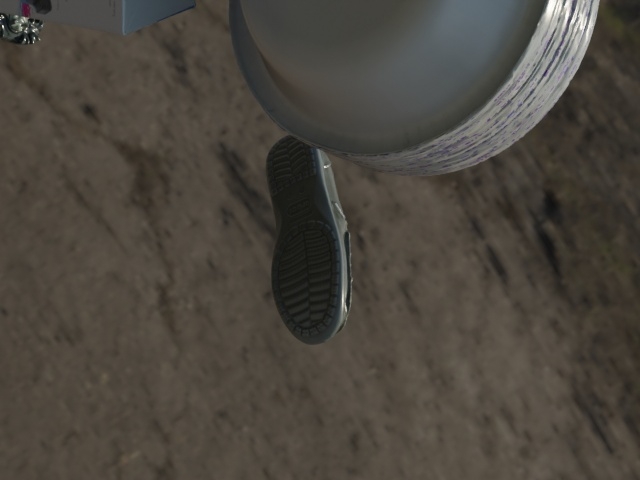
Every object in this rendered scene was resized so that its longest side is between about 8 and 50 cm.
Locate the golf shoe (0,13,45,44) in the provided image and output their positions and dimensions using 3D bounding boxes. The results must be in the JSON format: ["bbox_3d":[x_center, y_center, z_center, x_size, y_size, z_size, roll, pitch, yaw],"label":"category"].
[{"bbox_3d":[-0.376,-0.282,1.388,0.273,0.120,0.105,39,63,-33],"label":"golf shoe"}]

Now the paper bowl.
[{"bbox_3d":[0.054,-0.198,1.097,0.148,0.284,0.284,15,45,-55],"label":"paper bowl"}]

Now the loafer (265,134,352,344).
[{"bbox_3d":[0.000,0.000,1.640,0.087,0.094,0.251,30,50,-53],"label":"loafer"}]

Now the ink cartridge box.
[{"bbox_3d":[-0.196,-0.206,1.095,0.104,0.181,0.061,-36,135,-57],"label":"ink cartridge box"}]
